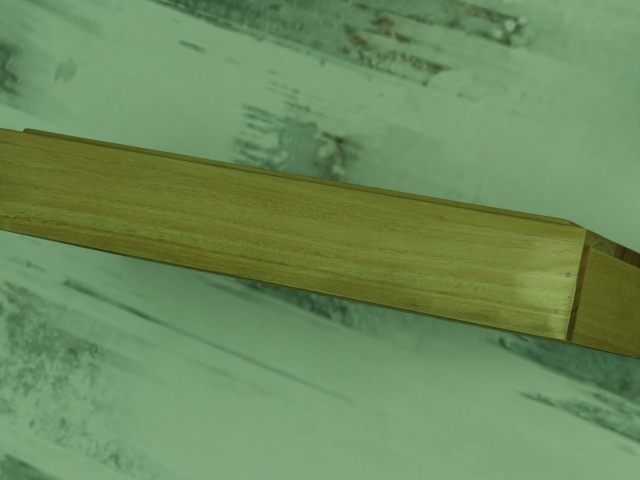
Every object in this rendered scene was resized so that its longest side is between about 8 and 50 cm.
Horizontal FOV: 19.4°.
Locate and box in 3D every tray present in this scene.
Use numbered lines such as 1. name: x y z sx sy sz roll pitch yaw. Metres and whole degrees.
1. tray: 0.000 0.000 1.238 0.411 0.203 0.076 11 88 24
